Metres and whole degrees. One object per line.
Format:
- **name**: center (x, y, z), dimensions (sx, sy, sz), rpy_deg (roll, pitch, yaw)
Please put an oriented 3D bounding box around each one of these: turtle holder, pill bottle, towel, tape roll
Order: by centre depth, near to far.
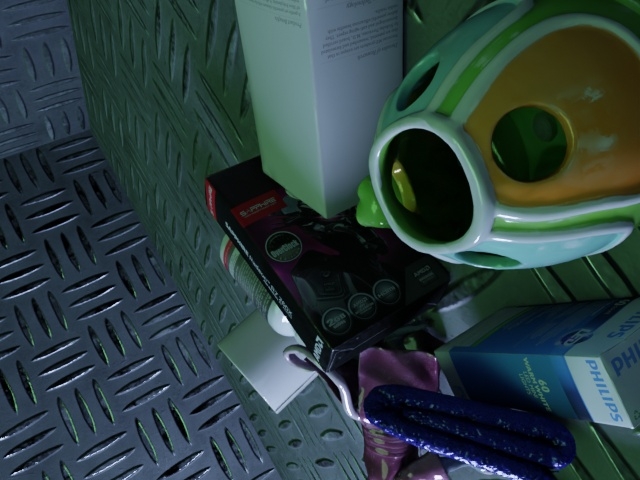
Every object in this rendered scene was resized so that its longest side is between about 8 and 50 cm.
- **turtle holder**: center (0.152, -0.094, 0.519), dimensions (0.320, 0.227, 0.243), rpy_deg (28, 139, 51)
- **towel**: center (0.183, 0.247, 0.714), dimensions (0.227, 0.076, 0.308), rpy_deg (8, 164, 17)
- **pill bottle**: center (-0.066, 0.089, 1.190), dimensions (0.318, 0.176, 0.176), rpy_deg (46, 150, 34)
- **tape roll**: center (-0.133, 0.308, 1.478), dimensions (0.246, 0.169, 0.246), rpy_deg (44, 164, 16)

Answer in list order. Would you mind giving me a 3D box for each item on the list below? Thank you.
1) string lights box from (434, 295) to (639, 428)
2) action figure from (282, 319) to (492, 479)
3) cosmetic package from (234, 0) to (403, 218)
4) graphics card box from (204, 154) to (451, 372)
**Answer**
- **string lights box**: center (0.262, 0.128, 0.632), dimensions (0.077, 0.133, 0.259), rpy_deg (65, 156, -1)
- **action figure**: center (0.124, 0.329, 0.970), dimensions (0.248, 0.275, 0.370), rpy_deg (5, 104, 55)
- **cosmetic package**: center (-0.002, -0.241, 0.767), dimensions (0.197, 0.155, 0.366), rpy_deg (40, 147, 43)
- **graphics card box**: center (0.000, 0.000, 0.907), dimensions (0.371, 0.232, 0.094), rpy_deg (52, 153, 25)
